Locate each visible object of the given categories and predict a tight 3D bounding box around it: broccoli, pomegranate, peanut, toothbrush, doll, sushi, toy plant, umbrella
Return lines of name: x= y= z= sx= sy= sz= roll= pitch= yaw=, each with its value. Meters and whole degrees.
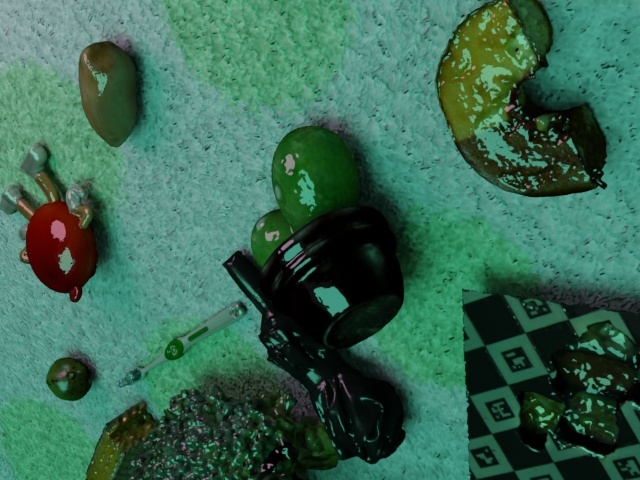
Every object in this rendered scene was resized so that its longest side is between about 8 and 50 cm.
broccoli: x=-0.122 y=0.373 z=1.490 sx=0.281 sy=0.293 sz=0.348 roll=30 pitch=153 yaw=-36
pomegranate: x=-0.401 y=0.227 z=1.692 sx=0.073 sy=0.073 sz=0.084 roll=19 pitch=160 yaw=21
peanut: x=-0.279 y=-0.191 z=1.375 sx=0.076 sy=0.076 sz=0.152 roll=17 pitch=128 yaw=22
toothbrush: x=-0.209 y=0.158 z=1.562 sx=0.304 sy=0.030 sz=0.030 roll=-33 pitch=96 yaw=36
doll: x=-0.386 y=-0.014 z=1.536 sx=0.183 sy=0.085 sz=0.217 roll=-46 pitch=71 yaw=37
sushi: x=0.314 y=0.189 z=1.239 sx=0.294 sy=0.059 sz=0.292 roll=6 pitch=118 yaw=28
toy plant: x=0.000 y=0.000 z=1.264 sx=0.235 sy=0.175 sz=0.218 roll=58 pitch=140 yaw=24
umbrella: x=-0.014 y=0.152 z=1.401 sx=0.340 sy=0.118 sz=0.118 roll=51 pitch=130 yaw=8

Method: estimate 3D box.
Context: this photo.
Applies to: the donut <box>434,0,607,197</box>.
donut: x=0.207 y=-0.149 z=1.098 sx=0.141 sy=0.085 sz=0.217 roll=-15 pitch=106 yaw=36

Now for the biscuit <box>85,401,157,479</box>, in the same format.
biscuit: x=-0.358 y=0.413 z=1.750 sx=0.054 sy=0.094 sz=0.378 roll=39 pitch=129 yaw=14
